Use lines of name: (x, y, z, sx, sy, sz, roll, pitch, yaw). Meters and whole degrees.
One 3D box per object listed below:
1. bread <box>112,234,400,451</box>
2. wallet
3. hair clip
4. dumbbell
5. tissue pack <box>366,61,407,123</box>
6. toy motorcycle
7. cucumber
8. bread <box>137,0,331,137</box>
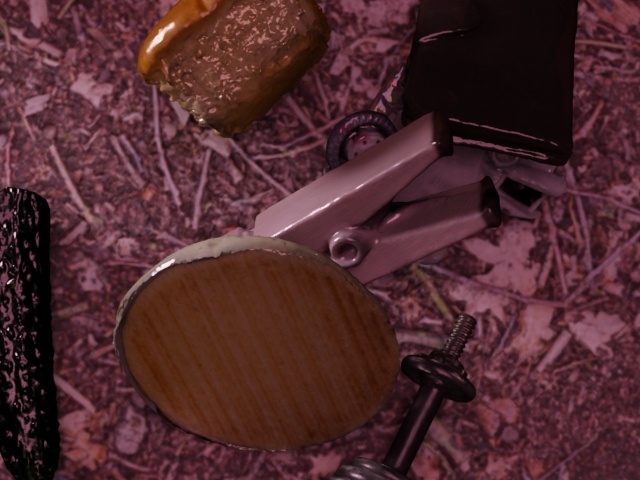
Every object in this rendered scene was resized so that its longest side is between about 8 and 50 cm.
bread: (-0.058, 0.097, 1.255, 0.267, 0.267, 0.040, 12, 39, -3)
wallet: (0.173, -0.198, 1.330, 0.165, 0.042, 0.309, 15, 47, -1)
hair clip: (-0.001, 0.003, 1.252, 0.331, 0.085, 0.101, -28, 121, 19)
dumbbell: (0.089, 0.182, 1.308, 0.110, 0.110, 0.254, 27, 73, 0)
tissue pack: (0.083, -0.131, 1.388, 0.063, 0.035, 0.083, 35, 79, -4)
toy motorcycle: (0.118, -0.054, 1.337, 0.260, 0.110, 0.170, -1, 120, -23)
cucumber: (-0.286, 0.100, 1.299, 0.072, 0.072, 0.300, -4, 81, -6)
bread: (-0.074, -0.186, 1.275, 0.121, 0.245, 0.174, 42, 99, 4)
